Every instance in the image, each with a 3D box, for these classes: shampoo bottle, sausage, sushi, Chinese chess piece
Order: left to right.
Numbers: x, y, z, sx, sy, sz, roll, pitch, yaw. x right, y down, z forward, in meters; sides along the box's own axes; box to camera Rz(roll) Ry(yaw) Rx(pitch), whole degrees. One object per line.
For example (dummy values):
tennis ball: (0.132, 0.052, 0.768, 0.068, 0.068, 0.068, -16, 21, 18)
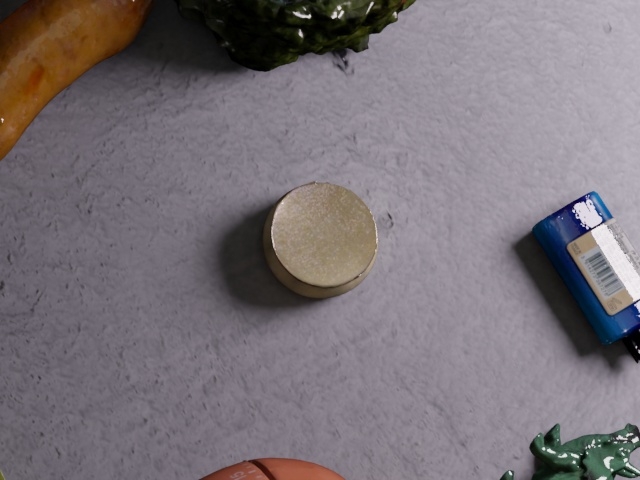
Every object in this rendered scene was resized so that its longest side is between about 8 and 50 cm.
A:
sausage: (-0.278, -0.193, 1.889, 0.270, 0.109, 0.109, -42, 86, -16)
sushi: (-0.046, -0.358, 1.930, 0.294, 0.178, 0.352, -32, 87, -13)
Chinese chess piece: (0.000, 0.000, 1.915, 0.122, 0.051, 0.122, 3, 74, -9)
shampoo bottle: (0.306, 0.042, 1.958, 0.087, 0.050, 0.183, -29, 82, -18)

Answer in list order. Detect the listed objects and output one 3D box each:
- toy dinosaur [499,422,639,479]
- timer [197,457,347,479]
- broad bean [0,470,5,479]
toy dinosaur: (0.208, 0.266, 1.872, 0.292, 0.079, 0.120, -23, 79, -12)
timer: (-0.052, 0.321, 1.731, 0.215, 0.229, 0.230, -16, 79, -15)
broad bean: (-0.331, 0.267, 1.784, 0.075, 0.067, 0.325, -12, 74, -44)
